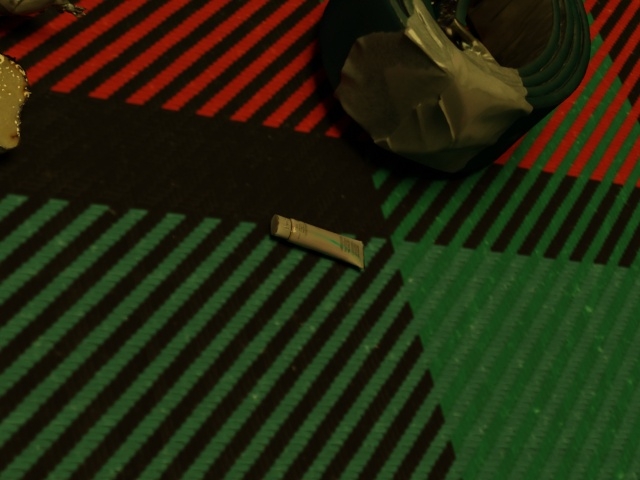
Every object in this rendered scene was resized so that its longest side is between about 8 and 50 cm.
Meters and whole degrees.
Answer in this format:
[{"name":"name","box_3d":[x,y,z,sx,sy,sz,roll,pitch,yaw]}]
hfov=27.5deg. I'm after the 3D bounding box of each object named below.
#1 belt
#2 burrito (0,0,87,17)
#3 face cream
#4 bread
[{"name":"belt","box_3d":[0.175,-0.261,1.619,0.300,0.173,0.436,41,43,-5]},{"name":"burrito","box_3d":[-0.435,-0.329,1.291,0.445,0.101,0.139,30,40,-13]},{"name":"face cream","box_3d":[0.000,0.000,1.395,0.115,0.020,0.038,18,47,-25]},{"name":"bread","box_3d":[-0.341,-0.137,1.249,0.126,0.044,0.129,22,43,-30]}]
